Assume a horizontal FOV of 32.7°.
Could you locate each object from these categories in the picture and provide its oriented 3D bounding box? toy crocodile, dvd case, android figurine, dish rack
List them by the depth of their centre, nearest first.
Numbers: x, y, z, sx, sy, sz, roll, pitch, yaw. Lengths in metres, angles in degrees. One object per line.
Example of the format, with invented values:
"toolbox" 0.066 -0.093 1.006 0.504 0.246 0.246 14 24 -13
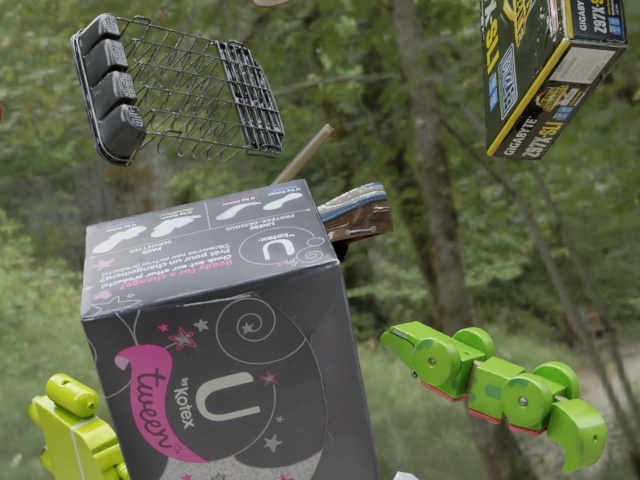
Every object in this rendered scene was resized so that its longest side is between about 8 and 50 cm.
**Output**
"dish rack" -0.176 -0.189 1.429 0.271 0.208 0.074 5 -32 -40
"toy crocodile" 0.228 0.196 1.467 0.340 0.105 0.115 23 18 32
"dvd case" -0.064 -0.066 1.477 0.221 0.018 0.164 -49 4 -1
"android figurine" -0.329 0.314 1.543 0.056 0.248 0.272 -23 24 -34

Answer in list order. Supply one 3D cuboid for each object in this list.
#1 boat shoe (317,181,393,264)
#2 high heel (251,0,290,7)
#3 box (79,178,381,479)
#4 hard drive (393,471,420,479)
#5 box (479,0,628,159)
"boat shoe" 0.000 0.000 1.236 0.183 0.066 0.066 -27 -14 29
"high heel" -0.005 -0.381 1.351 0.244 0.082 0.117 -52 16 -1
"box" -0.055 0.109 0.733 0.163 0.247 0.142 -13 25 -5
"hard drive" 0.083 0.478 1.336 0.040 0.319 0.210 17 17 -37
"box" 0.265 -0.294 1.299 0.079 0.322 0.257 5 -24 -8
